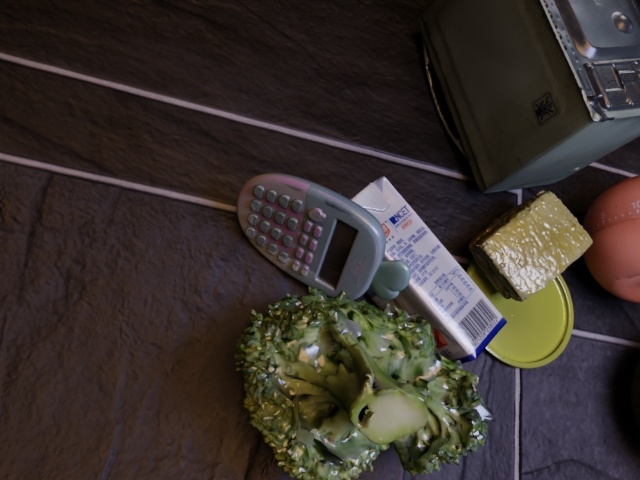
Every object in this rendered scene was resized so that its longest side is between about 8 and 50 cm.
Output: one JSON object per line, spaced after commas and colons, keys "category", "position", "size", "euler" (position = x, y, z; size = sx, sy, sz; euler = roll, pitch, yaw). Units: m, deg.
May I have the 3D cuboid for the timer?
{"category": "timer", "position": [0.607, -0.003, 1.008], "size": [0.230, 0.229, 0.214], "euler": [19, 59, -10]}

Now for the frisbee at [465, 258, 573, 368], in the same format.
{"category": "frisbee", "position": [0.366, 0.118, 1.010], "size": [0.236, 0.017, 0.235], "euler": [5, 72, -16]}

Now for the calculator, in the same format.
{"category": "calculator", "position": [0.000, 0.000, 0.842], "size": [0.299, 0.185, 0.041], "euler": [27, 42, 11]}

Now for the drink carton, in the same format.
{"category": "drink carton", "position": [0.143, 0.058, 0.898], "size": [0.107, 0.130, 0.315], "euler": [-38, 87, -31]}

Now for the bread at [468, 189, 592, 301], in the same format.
{"category": "bread", "position": [0.367, 0.011, 0.979], "size": [0.196, 0.102, 0.138], "euler": [-36, 83, -20]}

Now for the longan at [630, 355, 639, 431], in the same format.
{"category": "longan", "position": [0.664, 0.274, 0.927], "size": [0.258, 0.258, 0.258], "euler": [5, 72, -15]}

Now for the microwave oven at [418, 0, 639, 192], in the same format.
{"category": "microwave oven", "position": [0.397, -0.326, 0.996], "size": [0.247, 0.333, 0.394], "euler": [-11, 76, -24]}

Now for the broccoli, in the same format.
{"category": "broccoli", "position": [0.050, 0.230, 0.750], "size": [0.375, 0.302, 0.249], "euler": [24, 108, -7]}
